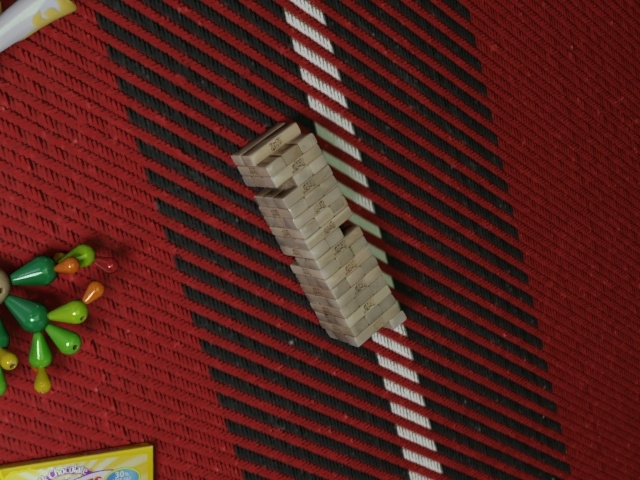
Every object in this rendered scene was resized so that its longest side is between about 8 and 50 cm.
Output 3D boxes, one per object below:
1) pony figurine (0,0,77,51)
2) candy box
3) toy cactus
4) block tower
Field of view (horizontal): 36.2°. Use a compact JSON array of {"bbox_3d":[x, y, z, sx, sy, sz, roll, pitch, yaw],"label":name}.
[{"bbox_3d":[-0.465,-0.166,0.986,0.363,0.303,0.351,-59,145,-1],"label":"pony figurine"},{"bbox_3d":[-0.315,0.328,1.267,0.206,0.027,0.105,-3,93,-33],"label":"candy box"},{"bbox_3d":[-0.364,0.075,1.185,0.180,0.112,0.219,36,77,-11],"label":"toy cactus"},{"bbox_3d":[0.000,0.000,1.400,0.097,0.091,0.335,-39,113,-23],"label":"block tower"}]
